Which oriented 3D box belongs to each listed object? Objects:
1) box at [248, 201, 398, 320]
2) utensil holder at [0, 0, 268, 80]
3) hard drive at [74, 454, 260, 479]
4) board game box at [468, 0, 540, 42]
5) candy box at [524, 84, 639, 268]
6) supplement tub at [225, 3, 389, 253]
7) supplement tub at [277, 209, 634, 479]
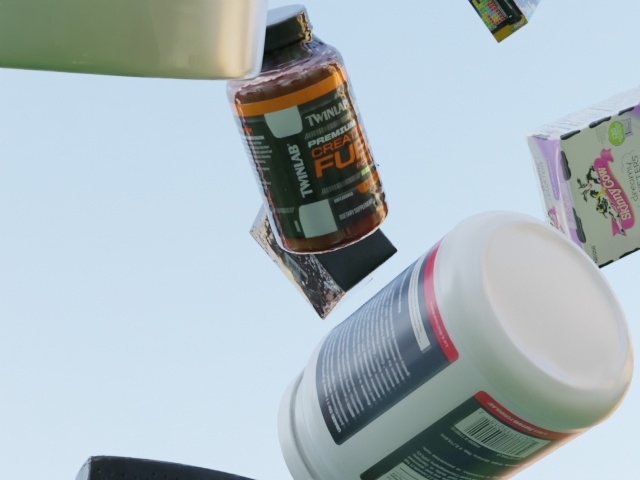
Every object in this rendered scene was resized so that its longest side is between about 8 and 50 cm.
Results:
[{"bbox_3d":[0.000,0.000,1.712,0.093,0.158,0.156,-39,-6,-19],"label":"box"},{"bbox_3d":[-0.171,-0.297,0.783,0.327,0.327,0.386,2,-80,-18],"label":"utensil holder"},{"bbox_3d":[-0.106,0.285,1.158,0.254,0.172,0.054,19,-27,-35],"label":"hard drive"},{"bbox_3d":[0.204,-0.325,1.620,0.048,0.170,0.141,-34,-81,26],"label":"board game box"},{"bbox_3d":[0.344,-0.076,1.535,0.196,0.070,0.165,-24,-71,-22],"label":"candy box"},{"bbox_3d":[-0.016,-0.095,1.137,0.106,0.106,0.198,-17,-70,5],"label":"supplement tub"},{"bbox_3d":[0.105,0.117,1.121,0.191,0.191,0.272,16,-40,-31],"label":"supplement tub"}]
